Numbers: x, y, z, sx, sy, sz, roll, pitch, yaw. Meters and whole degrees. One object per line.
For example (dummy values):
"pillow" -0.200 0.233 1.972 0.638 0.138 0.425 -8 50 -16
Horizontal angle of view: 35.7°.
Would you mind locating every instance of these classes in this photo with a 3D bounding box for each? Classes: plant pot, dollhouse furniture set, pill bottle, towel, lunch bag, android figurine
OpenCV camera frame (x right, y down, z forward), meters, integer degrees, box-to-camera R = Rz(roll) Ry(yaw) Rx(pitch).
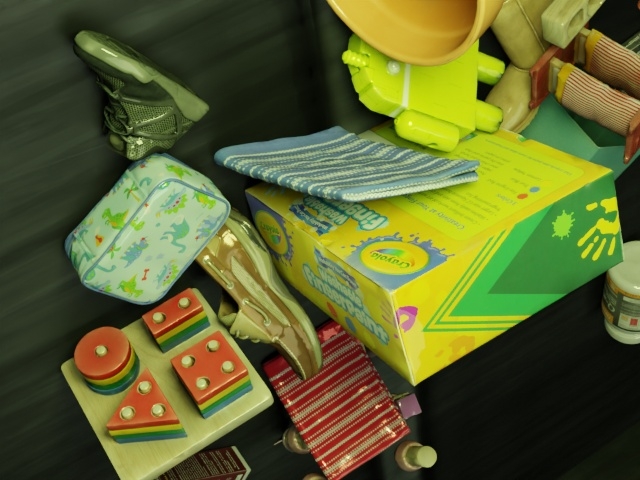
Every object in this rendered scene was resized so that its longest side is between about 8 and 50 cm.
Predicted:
"plant pot" 0.142 -0.396 1.243 0.203 0.290 0.291 -43 149 -25
"dollhouse furniture set" 0.436 -0.307 1.507 0.152 0.201 0.374 -49 154 -12
"pill bottle" 0.810 0.140 2.554 0.162 0.162 0.278 -30 144 -14
"plant pot" 0.464 -0.152 1.910 0.165 0.166 0.234 -6 141 -39
"towel" 0.028 -0.112 1.403 0.243 0.336 0.040 -12 109 -33
"towel" 0.033 0.308 1.943 0.198 0.275 0.031 -30 178 -15
"lunch bag" -0.247 -0.013 1.440 0.219 0.090 0.176 -49 144 13
"android figurine" 0.151 -0.252 1.451 0.272 0.248 0.056 18 156 -24

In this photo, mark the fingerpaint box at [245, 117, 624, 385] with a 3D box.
"fingerpaint box" 0.153 -0.022 1.478 0.371 0.445 0.163 -28 121 -19

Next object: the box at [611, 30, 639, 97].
"box" 0.623 -0.343 1.954 0.116 0.029 0.162 -36 147 -7

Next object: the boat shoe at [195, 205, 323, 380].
"boat shoe" -0.111 0.099 1.594 0.120 0.122 0.324 -36 113 -14

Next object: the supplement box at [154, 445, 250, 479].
"supplement box" -0.272 0.498 2.004 0.239 0.073 0.130 2 127 -46

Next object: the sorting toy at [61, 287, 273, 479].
"sorting toy" -0.249 0.206 1.535 0.255 0.257 0.089 -31 144 -14

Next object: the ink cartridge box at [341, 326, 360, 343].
"ink cartridge box" 0.108 0.072 1.874 0.158 0.092 0.218 -27 142 -19

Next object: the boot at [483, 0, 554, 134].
"boot" 0.312 -0.317 1.643 0.236 0.089 0.269 -53 147 -4

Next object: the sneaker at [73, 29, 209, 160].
"sneaker" -0.248 -0.174 1.262 0.130 0.087 0.227 -51 150 4

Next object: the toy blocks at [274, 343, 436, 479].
"toy blocks" 0.053 0.368 2.089 0.288 0.309 0.260 -15 173 -14
